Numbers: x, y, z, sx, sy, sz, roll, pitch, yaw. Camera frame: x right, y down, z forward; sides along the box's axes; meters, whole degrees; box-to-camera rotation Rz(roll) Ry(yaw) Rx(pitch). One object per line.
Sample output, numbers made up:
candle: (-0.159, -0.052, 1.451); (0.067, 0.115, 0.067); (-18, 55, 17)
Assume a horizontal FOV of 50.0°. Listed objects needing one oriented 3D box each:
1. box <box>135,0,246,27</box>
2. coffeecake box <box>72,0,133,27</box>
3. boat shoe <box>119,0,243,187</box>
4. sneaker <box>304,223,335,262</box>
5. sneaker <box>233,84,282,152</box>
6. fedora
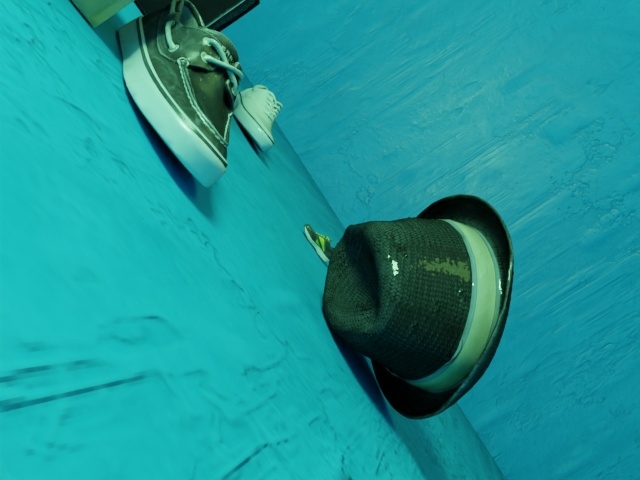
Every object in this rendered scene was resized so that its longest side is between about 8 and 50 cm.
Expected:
box: (-0.250, -0.492, 1.155); (0.296, 0.183, 0.294); (56, 4, -16)
coffeecake box: (-0.197, -0.309, 0.709); (0.068, 0.142, 0.185); (54, 5, -34)
boat shoe: (-0.129, -0.168, 0.698); (0.108, 0.102, 0.301); (53, 6, -40)
sneaker: (0.000, 0.000, 1.269); (0.083, 0.035, 0.031); (56, 4, -13)
sneaker: (-0.126, -0.268, 1.424); (0.094, 0.091, 0.258); (53, 6, -35)
fedora: (0.100, 0.061, 0.899); (0.153, 0.334, 0.334); (22, 19, -21)
